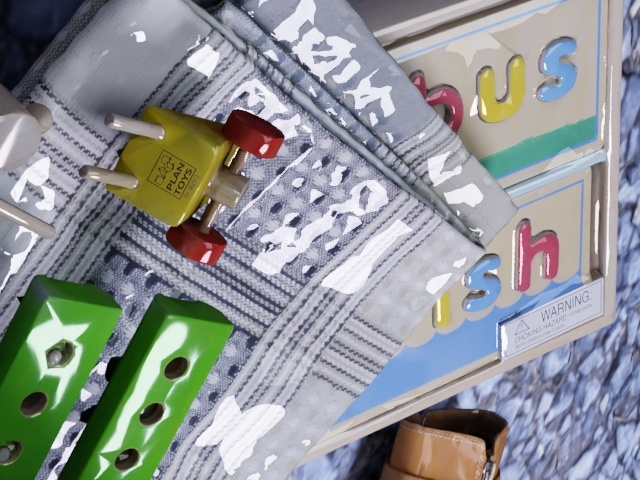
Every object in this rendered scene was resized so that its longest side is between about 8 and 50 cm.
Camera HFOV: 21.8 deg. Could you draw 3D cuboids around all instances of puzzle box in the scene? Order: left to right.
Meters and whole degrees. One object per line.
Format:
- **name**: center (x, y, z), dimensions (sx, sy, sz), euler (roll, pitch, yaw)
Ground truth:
- **puzzle box**: center (0.000, 0.000, 0.948), dimensions (0.409, 0.052, 0.272), euler (-22, 127, -23)

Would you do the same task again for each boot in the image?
- **boot**: center (0.054, 0.241, 1.218), dimensions (0.283, 0.109, 0.220), euler (-5, 113, -56)

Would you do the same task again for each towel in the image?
- **towel**: center (-0.065, 0.027, 0.844), dimensions (0.324, 0.056, 0.312), euler (-50, 133, 0)

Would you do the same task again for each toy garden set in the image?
- **toy garden set**: center (-0.140, 0.014, 0.713), dimensions (0.244, 0.049, 0.204), euler (13, 112, -45)
